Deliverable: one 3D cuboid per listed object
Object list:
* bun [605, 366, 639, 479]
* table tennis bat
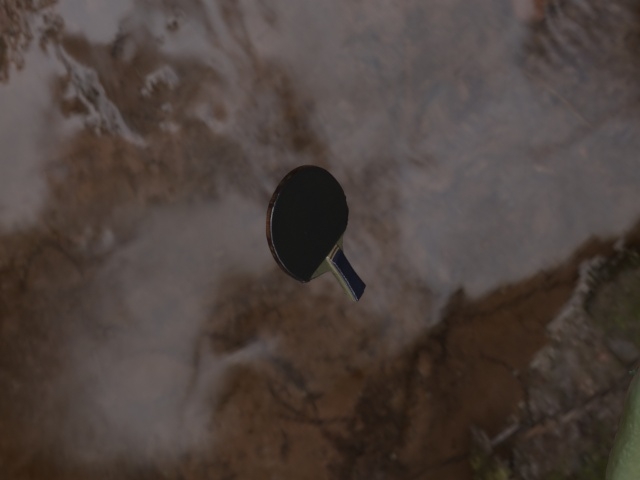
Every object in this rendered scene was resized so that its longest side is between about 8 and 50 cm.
[{"bbox_3d":[0.315,0.149,0.892,0.179,0.283,0.283,-8,125,-53],"label":"bun"},{"bbox_3d":[0.000,0.000,0.706,0.050,0.007,0.083,-57,137,-21],"label":"table tennis bat"}]
